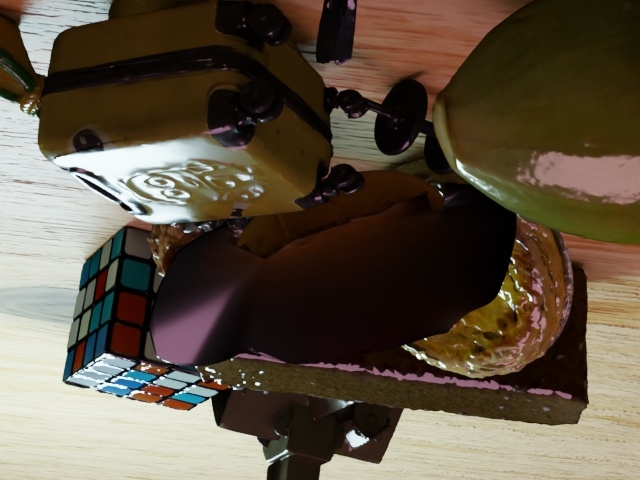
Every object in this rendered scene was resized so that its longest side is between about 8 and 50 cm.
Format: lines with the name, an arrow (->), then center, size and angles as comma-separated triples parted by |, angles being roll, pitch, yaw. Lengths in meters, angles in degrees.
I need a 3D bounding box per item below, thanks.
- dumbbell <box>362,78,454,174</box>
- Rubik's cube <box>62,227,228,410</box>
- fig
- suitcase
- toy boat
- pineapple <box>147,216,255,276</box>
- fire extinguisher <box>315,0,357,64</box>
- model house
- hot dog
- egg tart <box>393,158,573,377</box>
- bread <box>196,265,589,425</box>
dumbbell -> 0.091, -0.098, 1.657 | 0.147, 0.069, 0.069 | 20, 155, -31
Rubik's cube -> -0.182, 0.090, 2.116 | 0.155, 0.151, 0.154 | 15, 157, -22
fig -> 0.205, -0.102, 1.442 | 0.230, 0.207, 0.207 | 10, 160, 8
suitcase -> -0.100, -0.110, 1.578 | 0.235, 0.143, 0.194 | -6, 157, 26
toy boat -> -0.319, -0.152, 1.606 | 0.229, 0.088, 0.089 | 11, 158, -10
pineapple -> -0.098, -0.041, 1.804 | 0.128, 0.128, 0.248 | 8, 154, -5
fire extinguisher -> -0.004, -0.227, 1.250 | 0.102, 0.138, 0.344 | 6, 159, 11
model house -> -0.006, 0.178, 2.161 | 0.211, 0.243, 0.204 | 15, 158, -22
hot dog -> 0.002, 0.005, 1.733 | 0.326, 0.194, 0.107 | 1, -158, -16
egg tart -> 0.141, 0.021, 1.848 | 0.234, 0.094, 0.234 | 15, 122, 25
bread -> 0.076, 0.089, 2.018 | 0.416, 0.165, 0.113 | 8, 158, -1
